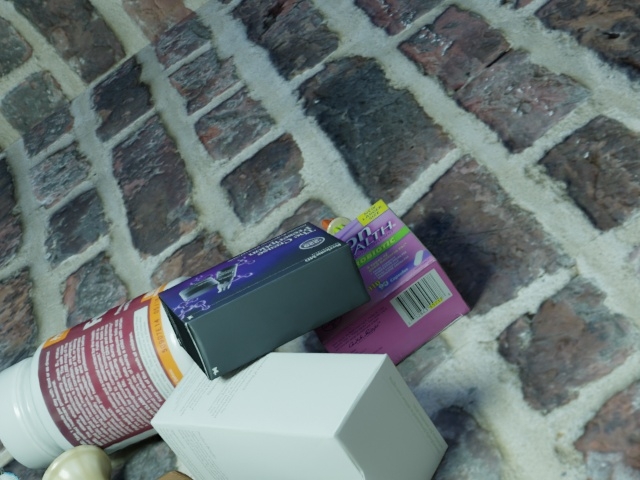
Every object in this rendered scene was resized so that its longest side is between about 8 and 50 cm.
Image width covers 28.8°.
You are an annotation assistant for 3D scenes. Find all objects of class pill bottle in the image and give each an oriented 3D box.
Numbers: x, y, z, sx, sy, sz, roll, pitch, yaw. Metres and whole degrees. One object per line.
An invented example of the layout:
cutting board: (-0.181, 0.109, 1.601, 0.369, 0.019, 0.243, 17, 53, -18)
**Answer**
pill bottle: (-0.339, 0.231, 2.082, 0.392, 0.224, 0.224, -24, 32, 19)

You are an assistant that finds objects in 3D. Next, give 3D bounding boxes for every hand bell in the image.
hand bell: (-0.326, 0.431, 1.937, 0.126, 0.126, 0.242, -44, 42, -13)

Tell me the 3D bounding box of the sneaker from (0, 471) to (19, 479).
sneaker: (-0.527, 0.479, 1.971, 0.087, 0.092, 0.228, -14, 62, 60)

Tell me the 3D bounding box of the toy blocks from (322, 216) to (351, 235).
toy blocks: (0.000, 0.000, 2.222, 0.123, 0.054, 0.148, -42, 30, -7)

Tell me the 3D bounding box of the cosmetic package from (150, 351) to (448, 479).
cosmetic package: (-0.035, 0.272, 1.738, 0.366, 0.197, 0.155, -4, 39, 41)

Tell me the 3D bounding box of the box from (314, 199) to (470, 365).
box: (0.080, 0.080, 1.964, 0.213, 0.117, 0.243, -36, 29, 1)

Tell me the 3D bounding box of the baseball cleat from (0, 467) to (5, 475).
baseball cleat: (-0.620, 0.478, 2.184, 0.109, 0.072, 0.206, -9, 43, 29)

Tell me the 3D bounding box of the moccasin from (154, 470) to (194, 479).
moccasin: (-0.296, 0.465, 1.731, 0.380, 0.139, 0.147, -22, 40, -39)

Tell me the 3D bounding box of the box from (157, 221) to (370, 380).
box: (-0.086, 0.083, 1.829, 0.261, 0.103, 0.184, -26, 21, -14)
